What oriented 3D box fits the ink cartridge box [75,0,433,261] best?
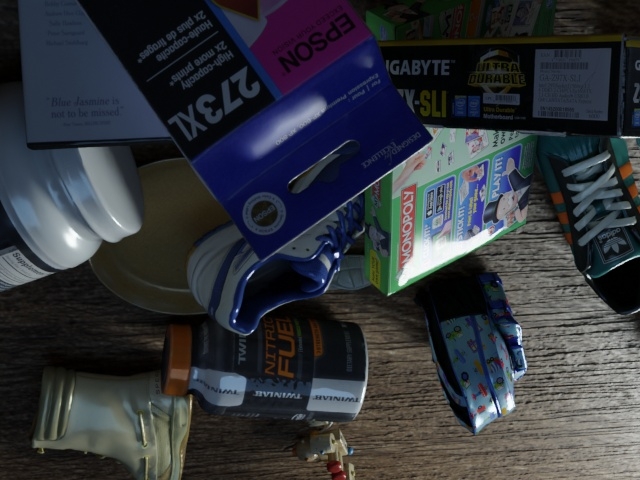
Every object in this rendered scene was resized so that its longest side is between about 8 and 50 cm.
[{"bbox_3d":[-0.085,-0.183,0.776,0.176,0.069,0.371,-35,84,-3],"label":"ink cartridge box"}]

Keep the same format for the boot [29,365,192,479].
[{"bbox_3d":[-0.284,0.272,1.292,0.203,0.095,0.262,4,128,-14],"label":"boot"}]

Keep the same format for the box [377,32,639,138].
[{"bbox_3d":[0.240,-0.131,0.838,0.322,0.257,0.079,-5,99,-39],"label":"box"}]

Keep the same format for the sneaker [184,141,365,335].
[{"bbox_3d":[0.000,0.000,1.054,0.296,0.131,0.112,-36,130,-3],"label":"sneaker"}]

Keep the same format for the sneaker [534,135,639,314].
[{"bbox_3d":[0.328,-0.037,1.117,0.108,0.121,0.302,-23,129,12],"label":"sneaker"}]

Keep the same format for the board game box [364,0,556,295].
[{"bbox_3d":[0.141,-0.113,1.000,0.213,0.046,0.317,-24,134,-27],"label":"board game box"}]

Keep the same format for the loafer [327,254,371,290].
[{"bbox_3d":[0.014,0.042,1.192,0.125,0.039,0.045,-12,98,-3],"label":"loafer"}]

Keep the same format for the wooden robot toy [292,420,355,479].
[{"bbox_3d":[-0.006,0.302,1.389,0.079,0.076,0.173,-11,132,14],"label":"wooden robot toy"}]

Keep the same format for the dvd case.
[{"bbox_3d":[-0.172,-0.209,0.846,0.180,0.022,0.253,-4,90,-7],"label":"dvd case"}]

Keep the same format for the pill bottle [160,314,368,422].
[{"bbox_3d":[-0.074,0.157,1.208,0.246,0.130,0.130,6,129,-15],"label":"pill bottle"}]

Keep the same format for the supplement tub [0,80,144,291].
[{"bbox_3d":[-0.333,-0.043,0.950,0.272,0.191,0.191,-19,131,7],"label":"supplement tub"}]

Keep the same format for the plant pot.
[{"bbox_3d":[-0.153,-0.008,1.118,0.236,0.032,0.236,-4,131,-5],"label":"plant pot"}]

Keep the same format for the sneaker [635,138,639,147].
[{"bbox_3d":[0.476,-0.096,1.125,0.283,0.110,0.122,31,137,-28],"label":"sneaker"}]

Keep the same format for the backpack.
[{"bbox_3d":[0.200,0.147,1.219,0.117,0.173,0.158,-16,130,4],"label":"backpack"}]
